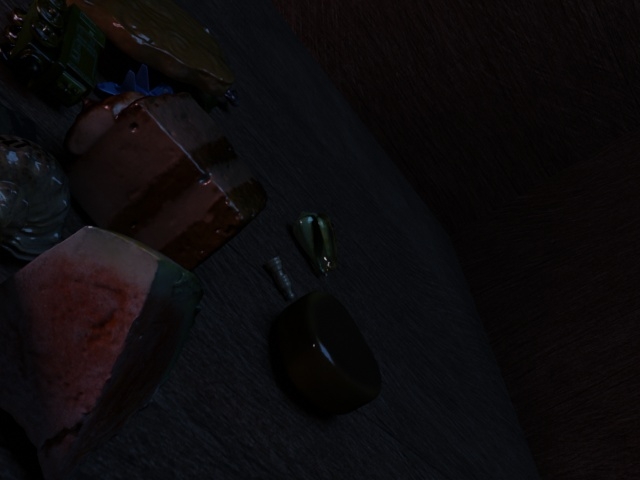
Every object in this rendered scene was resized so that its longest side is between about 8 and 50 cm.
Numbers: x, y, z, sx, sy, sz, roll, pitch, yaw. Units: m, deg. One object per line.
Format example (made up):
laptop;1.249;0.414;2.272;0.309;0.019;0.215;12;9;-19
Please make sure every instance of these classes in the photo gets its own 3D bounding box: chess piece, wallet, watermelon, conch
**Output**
chess piece;-0.081;0.081;1.286;0.092;0.035;0.035;62;19;2
wallet;-0.432;-0.157;0.788;0.156;0.018;0.082;32;32;-55
watermelon;-0.228;0.112;0.648;0.193;0.231;0.310;56;-26;1
conch;-0.362;-0.053;0.724;0.207;0.129;0.156;-133;-145;-60
conch;0.000;0.000;1.510;0.170;0.105;0.079;64;26;3

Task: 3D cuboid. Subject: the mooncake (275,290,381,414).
mooncake;0.007;0.215;1.159;0.235;0.117;0.235;46;23;-26

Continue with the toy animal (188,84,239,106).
toy animal;-0.268;-0.391;1.466;0.324;0.090;0.195;34;24;-50

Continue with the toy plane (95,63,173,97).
toy plane;-0.282;-0.212;1.128;0.246;0.078;0.169;49;36;-11

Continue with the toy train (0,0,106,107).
toy train;-0.410;-0.301;0.965;0.137;0.090;0.226;46;22;-42

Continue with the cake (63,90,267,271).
cake;-0.242;-0.096;0.922;0.293;0.196;0.199;50;18;-9

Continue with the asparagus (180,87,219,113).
asparagus;-0.275;-0.281;1.301;0.080;0.080;0.287;52;20;-17

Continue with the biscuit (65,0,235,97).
biscuit;-0.348;-0.450;1.234;0.385;0.062;0.365;21;31;-40
